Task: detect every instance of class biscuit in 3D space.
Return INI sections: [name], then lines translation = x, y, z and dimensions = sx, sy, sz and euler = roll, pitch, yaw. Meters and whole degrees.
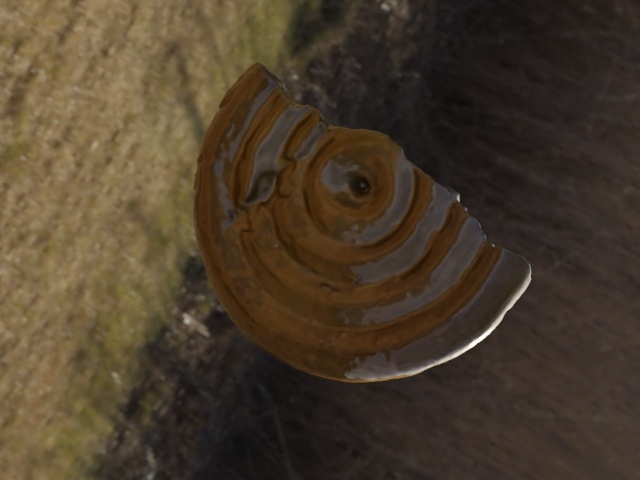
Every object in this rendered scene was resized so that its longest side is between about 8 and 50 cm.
[biscuit]
translation = -0.001, 0.000, 0.747
dimensions = 0.144, 0.224, 0.033
euler = -52, 155, 7
